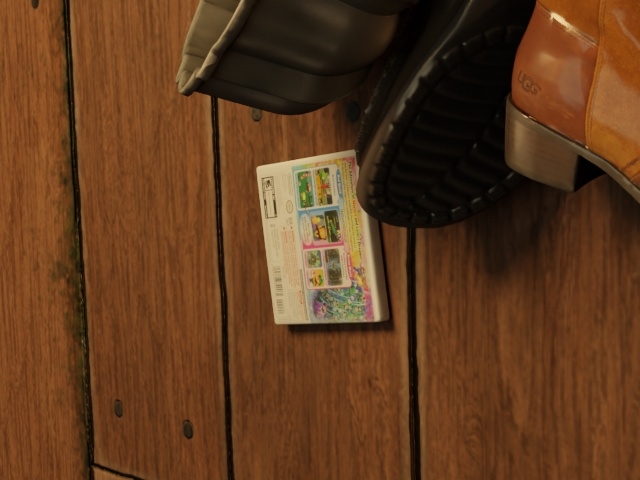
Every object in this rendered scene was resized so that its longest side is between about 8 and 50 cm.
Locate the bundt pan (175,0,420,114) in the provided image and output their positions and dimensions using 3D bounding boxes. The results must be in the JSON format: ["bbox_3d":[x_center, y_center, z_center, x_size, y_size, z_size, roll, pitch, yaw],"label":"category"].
[{"bbox_3d":[0.011,-0.238,0.909,0.331,0.124,0.331,-58,16,29],"label":"bundt pan"}]

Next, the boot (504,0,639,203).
[{"bbox_3d":[0.247,-0.148,0.735,0.264,0.096,0.280,26,125,35],"label":"boot"}]

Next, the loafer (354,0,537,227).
[{"bbox_3d":[0.133,-0.173,0.894,0.366,0.134,0.130,-60,28,22],"label":"loafer"}]

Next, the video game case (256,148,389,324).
[{"bbox_3d":[0.000,0.000,1.116,0.143,0.019,0.157,-6,91,46],"label":"video game case"}]
